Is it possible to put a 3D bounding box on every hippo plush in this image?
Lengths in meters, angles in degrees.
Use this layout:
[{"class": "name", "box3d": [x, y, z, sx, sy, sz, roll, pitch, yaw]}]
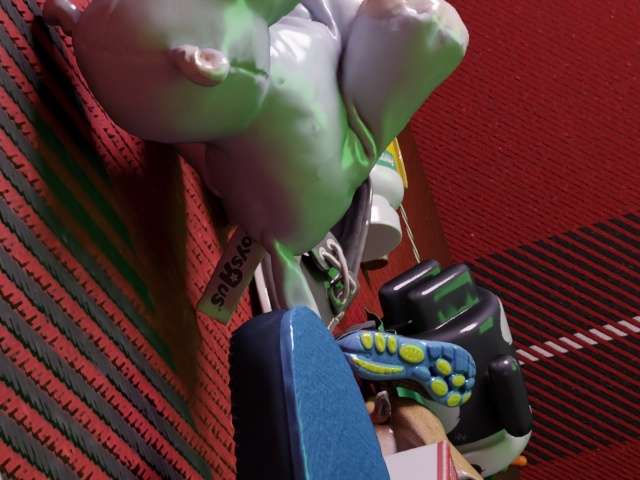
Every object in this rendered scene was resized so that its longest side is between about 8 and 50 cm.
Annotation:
[{"class": "hippo plush", "box3d": [-0.075, -0.115, 0.801, 0.236, 0.234, 0.294, 33, 80, -48]}]

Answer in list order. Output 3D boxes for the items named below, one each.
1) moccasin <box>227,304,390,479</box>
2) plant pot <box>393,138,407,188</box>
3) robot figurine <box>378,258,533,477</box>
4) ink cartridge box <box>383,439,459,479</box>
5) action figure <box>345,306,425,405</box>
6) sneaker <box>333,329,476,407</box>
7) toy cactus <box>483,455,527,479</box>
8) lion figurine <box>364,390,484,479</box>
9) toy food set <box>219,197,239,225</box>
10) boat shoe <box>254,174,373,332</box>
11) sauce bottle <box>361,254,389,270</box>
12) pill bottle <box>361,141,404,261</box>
[{"class": "moccasin", "box3d": [-0.021, 0.208, 0.668, 0.137, 0.116, 0.342, 25, 52, -60]}, {"class": "plant pot", "box3d": [0.053, -0.122, 1.664, 0.134, 0.095, 0.134, -16, 90, -81]}, {"class": "robot figurine", "box3d": [0.164, 0.168, 1.545, 0.209, 0.173, 0.278, -83, 155, -71]}, {"class": "ink cartridge box", "box3d": [0.098, 0.345, 1.071, 0.197, 0.114, 0.273, -67, 140, -76]}, {"class": "action figure", "box3d": [0.098, 0.203, 1.436, 0.137, 0.063, 0.232, -107, 173, -72]}, {"class": "sneaker", "box3d": [0.090, 0.130, 1.309, 0.078, 0.188, 0.067, 13, -94, 60]}, {"class": "toy cactus", "box3d": [0.306, 0.425, 2.189, 0.219, 0.112, 0.181, -106, -175, -63]}, {"class": "lion figurine", "box3d": [0.133, 0.278, 1.324, 0.240, 0.142, 0.392, -100, 166, -71]}, {"class": "toy food set", "box3d": [-0.041, -0.157, 1.108, 0.306, 0.092, 0.220, -43, 116, -67]}, {"class": "boat shoe", "box3d": [0.000, 0.000, 1.160, 0.335, 0.095, 0.112, -85, 155, -66]}, {"class": "sauce bottle", "box3d": [0.065, -0.022, 1.720, 0.042, 0.042, 0.128, 54, 23, -62]}, {"class": "pill bottle", "box3d": [0.031, -0.084, 1.416, 0.117, 0.117, 0.208, 57, 19, -58]}]
